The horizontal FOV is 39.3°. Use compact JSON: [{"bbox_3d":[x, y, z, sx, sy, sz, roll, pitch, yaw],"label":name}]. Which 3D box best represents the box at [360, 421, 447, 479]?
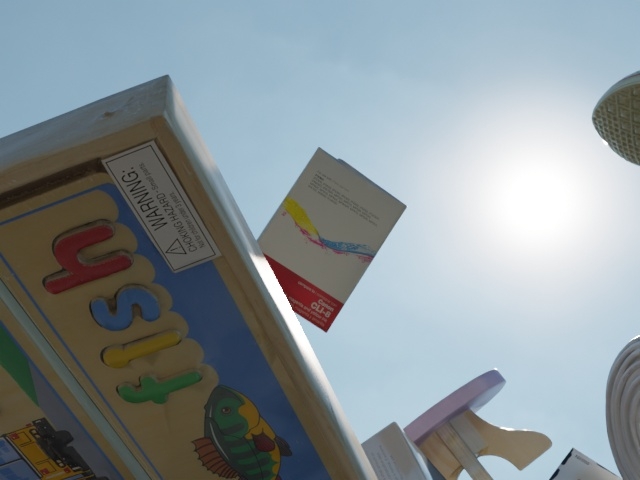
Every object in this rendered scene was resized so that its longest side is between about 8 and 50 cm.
[{"bbox_3d":[0.024,0.414,1.045,0.345,0.168,0.215,-36,-55,5],"label":"box"}]

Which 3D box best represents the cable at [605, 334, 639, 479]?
[{"bbox_3d":[0.441,0.230,1.062,0.089,0.257,0.257,-7,-63,-19],"label":"cable"}]

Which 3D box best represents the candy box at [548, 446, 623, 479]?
[{"bbox_3d":[0.343,0.391,1.151,0.165,0.196,0.070,30,-38,27],"label":"candy box"}]

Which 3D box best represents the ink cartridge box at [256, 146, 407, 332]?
[{"bbox_3d":[0.000,0.000,1.066,0.127,0.176,0.128,33,-3,-1],"label":"ink cartridge box"}]

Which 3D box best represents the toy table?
[{"bbox_3d":[0.235,0.359,1.499,0.274,0.252,0.161,-42,-113,9],"label":"toy table"}]

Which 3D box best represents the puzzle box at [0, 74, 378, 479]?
[{"bbox_3d":[-0.135,0.118,0.587,0.272,0.052,0.409,-20,-55,8],"label":"puzzle box"}]

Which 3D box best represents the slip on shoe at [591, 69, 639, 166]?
[{"bbox_3d":[0.400,-0.157,0.885,0.123,0.101,0.331,49,-26,-3],"label":"slip on shoe"}]
